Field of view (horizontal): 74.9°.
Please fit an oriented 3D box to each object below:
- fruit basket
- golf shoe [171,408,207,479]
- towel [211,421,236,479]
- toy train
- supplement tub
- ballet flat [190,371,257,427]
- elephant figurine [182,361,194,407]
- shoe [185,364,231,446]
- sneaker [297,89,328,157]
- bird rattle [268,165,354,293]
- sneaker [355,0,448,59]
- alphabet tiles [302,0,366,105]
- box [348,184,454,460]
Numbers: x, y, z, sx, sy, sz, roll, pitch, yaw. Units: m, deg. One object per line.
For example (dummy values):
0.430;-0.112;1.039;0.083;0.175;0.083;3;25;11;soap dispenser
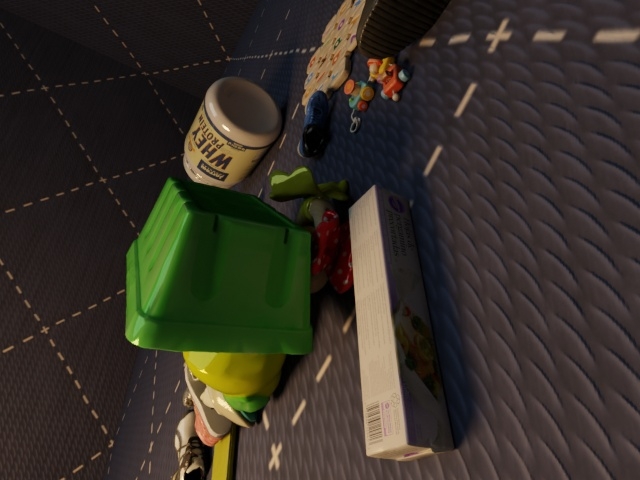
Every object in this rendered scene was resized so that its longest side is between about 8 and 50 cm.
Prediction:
-0.169;0.110;0.683;0.392;0.283;0.391;-32;52;55;fruit basket
-0.284;0.484;0.942;0.094;0.077;0.198;-28;54;40;golf shoe
-0.196;0.421;0.863;0.102;0.021;0.237;-50;32;43;towel
0.089;-0.275;0.751;0.166;0.046;0.125;-31;45;53;toy train
-0.288;-0.320;1.315;0.325;0.236;0.235;-39;40;49;supplement tub
-0.210;0.272;0.828;0.248;0.086;0.086;55;125;30;ballet flat
-0.276;0.227;0.995;0.170;0.186;0.239;26;105;23;elephant figurine
-0.243;0.332;0.868;0.177;0.064;0.081;58;134;27;shoe
-0.008;-0.255;0.913;0.084;0.058;0.152;-145;71;-70;sneaker
0.000;0.000;0.704;0.206;0.143;0.253;-65;37;39;bird rattle
0.142;-0.447;0.632;0.330;0.123;0.146;-57;48;30;sneaker
0.037;-0.464;1.019;0.278;0.021;0.283;-33;45;52;alphabet tiles
0.083;0.077;0.494;0.067;0.063;0.323;-44;36;41;box
